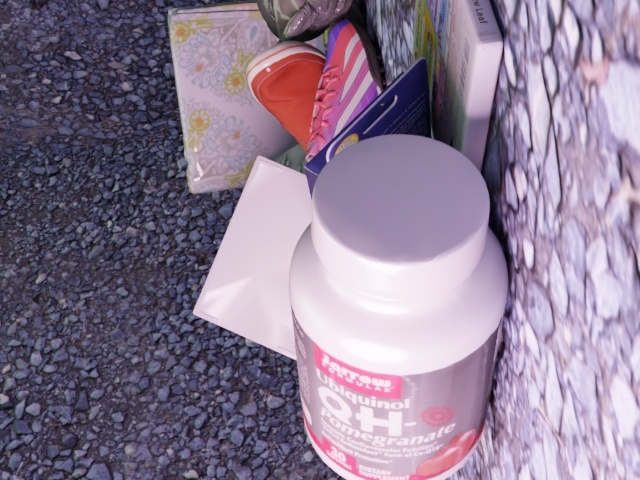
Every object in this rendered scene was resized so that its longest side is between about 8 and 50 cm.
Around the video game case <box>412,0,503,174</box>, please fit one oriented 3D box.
[{"bbox_3d":[0.111,-0.161,0.860,0.212,0.023,0.193,86,175,-57],"label":"video game case"}]

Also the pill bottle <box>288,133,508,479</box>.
[{"bbox_3d":[0.064,0.067,0.853,0.319,0.176,0.176,86,175,-51],"label":"pill bottle"}]

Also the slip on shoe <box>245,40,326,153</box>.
[{"bbox_3d":[-0.006,-0.189,1.515,0.101,0.123,0.331,63,-171,31],"label":"slip on shoe"}]

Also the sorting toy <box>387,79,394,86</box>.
[{"bbox_3d":[0.095,-0.151,1.215,0.062,0.012,0.083,-152,57,-80],"label":"sorting toy"}]

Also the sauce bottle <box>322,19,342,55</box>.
[{"bbox_3d":[0.026,-0.334,1.715,0.042,0.042,0.128,150,110,-86],"label":"sauce bottle"}]

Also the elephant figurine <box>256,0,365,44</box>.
[{"bbox_3d":[-0.007,-0.351,1.452,0.186,0.169,0.239,51,177,-32],"label":"elephant figurine"}]

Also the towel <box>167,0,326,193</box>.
[{"bbox_3d":[-0.129,-0.298,2.034,0.090,0.320,0.375,-148,51,-78],"label":"towel"}]

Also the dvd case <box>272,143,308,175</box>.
[{"bbox_3d":[-0.022,-0.111,1.848,0.018,0.221,0.165,22,-132,-44],"label":"dvd case"}]

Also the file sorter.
[{"bbox_3d":[-0.056,0.024,1.692,0.173,0.192,0.278,-30,-37,-83],"label":"file sorter"}]

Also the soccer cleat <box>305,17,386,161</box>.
[{"bbox_3d":[0.030,-0.157,1.353,0.109,0.116,0.318,108,154,-69],"label":"soccer cleat"}]

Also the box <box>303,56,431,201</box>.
[{"bbox_3d":[0.050,-0.055,0.920,0.036,0.136,0.225,32,154,27],"label":"box"}]
